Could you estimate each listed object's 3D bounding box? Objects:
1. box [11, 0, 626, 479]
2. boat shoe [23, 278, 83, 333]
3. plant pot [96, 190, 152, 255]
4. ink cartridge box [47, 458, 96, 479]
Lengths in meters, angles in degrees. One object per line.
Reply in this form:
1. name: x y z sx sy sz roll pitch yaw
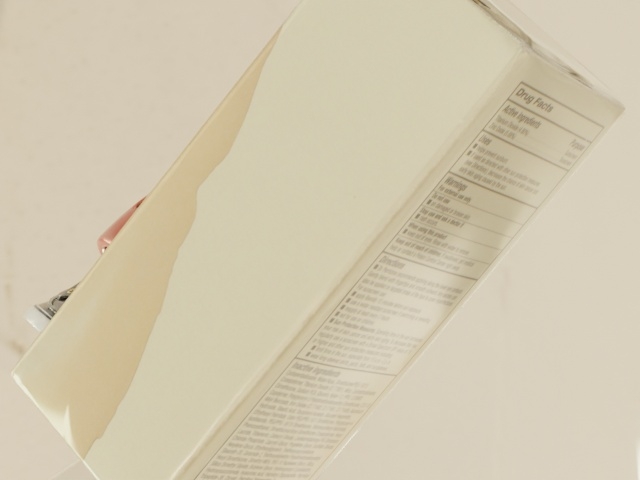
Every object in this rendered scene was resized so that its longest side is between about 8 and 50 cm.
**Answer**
1. box: 0.000 0.000 0.975 0.121 0.311 0.148 45 -168 27
2. boat shoe: -0.218 0.060 1.739 0.065 0.083 0.183 41 -179 5
3. plant pot: -0.094 0.012 1.824 0.174 0.191 0.191 -44 -47 -12
4. ink cartridge box: -0.169 0.258 1.513 0.172 0.100 0.237 -33 -20 -29
